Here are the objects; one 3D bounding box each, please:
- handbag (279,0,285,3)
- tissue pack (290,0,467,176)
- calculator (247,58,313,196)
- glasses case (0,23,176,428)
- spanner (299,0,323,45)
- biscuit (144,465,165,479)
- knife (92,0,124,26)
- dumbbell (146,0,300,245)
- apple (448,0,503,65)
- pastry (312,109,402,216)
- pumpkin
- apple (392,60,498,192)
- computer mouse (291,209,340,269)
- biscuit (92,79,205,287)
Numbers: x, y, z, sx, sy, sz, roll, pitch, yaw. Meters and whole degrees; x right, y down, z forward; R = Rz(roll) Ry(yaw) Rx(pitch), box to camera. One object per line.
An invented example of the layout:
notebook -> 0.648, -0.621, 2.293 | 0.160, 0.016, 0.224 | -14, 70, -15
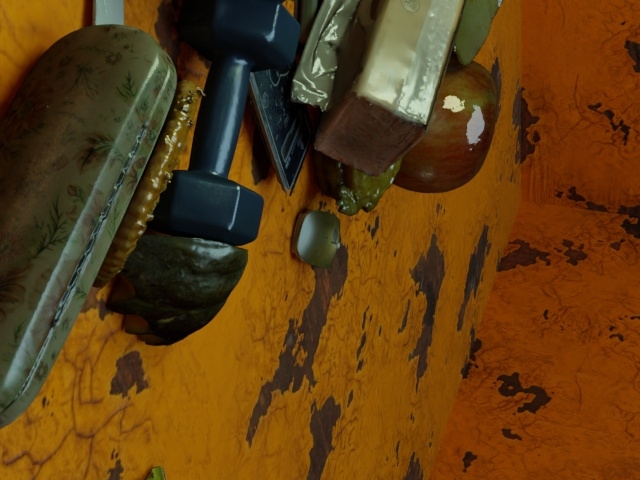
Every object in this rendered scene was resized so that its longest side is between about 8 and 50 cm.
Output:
handbag -> -0.072, -0.504, 1.286 | 0.191, 0.075, 0.332 | -56, 147, -49
tissue pack -> 0.084, -0.304, 1.531 | 0.238, 0.239, 0.305 | 63, 41, -58
calculator -> -0.062, -0.215, 1.462 | 0.274, 0.028, 0.165 | 73, 25, -46
glasses case -> -0.264, -0.026, 0.867 | 0.098, 0.157, 0.425 | 53, 49, -51
spanner -> 0.001, -0.487, 1.534 | 0.096, 0.040, 0.324 | -31, 128, -63
biscuit -> -0.281, 0.357, 1.177 | 0.292, 0.026, 0.048 | -19, 97, -67
knife -> -0.237, -0.212, 1.033 | 0.081, 0.043, 0.335 | -7, 104, -75
dumbbell -> -0.129, -0.157, 1.190 | 0.160, 0.144, 0.324 | 28, 73, -70
apple -> 0.242, -0.529, 1.804 | 0.295, 0.329, 0.365 | 142, -32, -67
pastry -> 0.068, -0.175, 1.746 | 0.240, 0.132, 0.235 | -10, 116, -61
pumpkin -> -0.164, 0.073, 1.198 | 0.254, 0.149, 0.130 | 33, 60, -69
apple -> 0.217, -0.246, 1.936 | 0.301, 0.302, 0.301 | 9, 90, -69
computer mouse -> 0.002, 0.000, 1.738 | 0.199, 0.045, 0.102 | 23, 79, -68
biscuit -> -0.193, -0.061, 1.010 | 0.254, 0.035, 0.254 | -54, -161, 29
